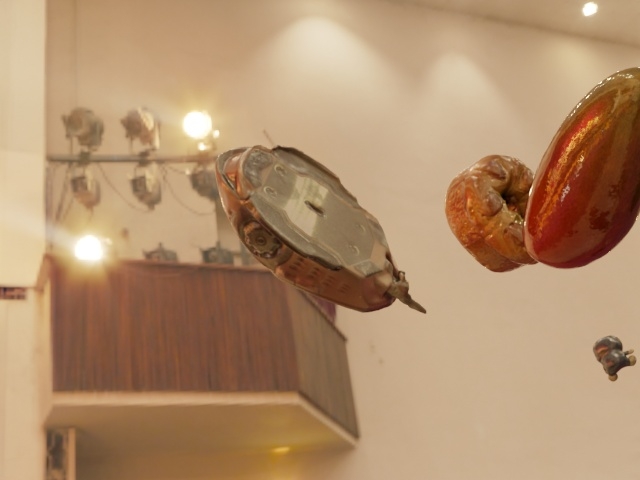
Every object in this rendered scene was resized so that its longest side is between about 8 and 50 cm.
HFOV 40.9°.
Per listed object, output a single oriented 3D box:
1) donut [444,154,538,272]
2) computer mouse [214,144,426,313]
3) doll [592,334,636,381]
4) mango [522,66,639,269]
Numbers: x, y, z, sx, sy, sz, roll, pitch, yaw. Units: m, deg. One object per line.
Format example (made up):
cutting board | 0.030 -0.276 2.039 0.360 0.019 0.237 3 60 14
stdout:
donut | 0.330 -0.050 1.550 0.226 0.227 0.114 9 -29 -33
computer mouse | -0.005 0.002 1.284 0.389 0.199 0.115 37 -48 -12
doll | 0.588 0.228 1.724 0.076 0.083 0.050 -42 -49 20
mango | 0.355 -0.087 1.122 0.146 0.129 0.289 8 -63 -1
